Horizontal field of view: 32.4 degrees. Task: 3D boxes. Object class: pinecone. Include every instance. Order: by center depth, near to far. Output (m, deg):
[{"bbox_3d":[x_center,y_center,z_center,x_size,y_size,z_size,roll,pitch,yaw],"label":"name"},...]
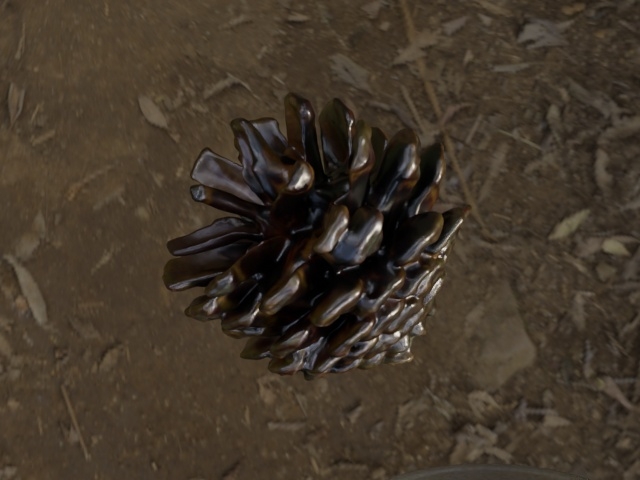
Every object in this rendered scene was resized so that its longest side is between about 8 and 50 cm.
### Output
[{"bbox_3d":[-0.002,-0.001,0.776,0.201,0.229,0.202,24,72,-6],"label":"pinecone"}]

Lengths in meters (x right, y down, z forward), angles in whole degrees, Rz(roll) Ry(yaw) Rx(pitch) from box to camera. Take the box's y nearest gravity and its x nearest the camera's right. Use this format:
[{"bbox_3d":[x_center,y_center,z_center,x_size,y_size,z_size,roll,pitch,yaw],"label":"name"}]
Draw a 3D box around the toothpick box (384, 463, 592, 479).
[{"bbox_3d":[0.167,0.462,1.066,0.409,0.409,0.425,-3,98,-12],"label":"toothpick box"}]
